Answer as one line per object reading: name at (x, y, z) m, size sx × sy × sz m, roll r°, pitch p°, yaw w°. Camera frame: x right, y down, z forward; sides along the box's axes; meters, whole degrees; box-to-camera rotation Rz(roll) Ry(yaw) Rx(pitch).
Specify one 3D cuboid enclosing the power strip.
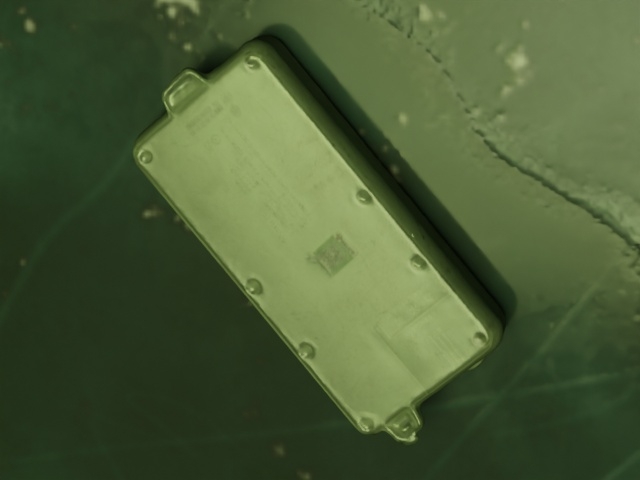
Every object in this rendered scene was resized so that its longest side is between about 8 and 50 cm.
power strip at (0.000, 0.000, 1.242) m, size 0.118 × 0.046 × 0.270 m, roll -39°, pitch 93°, yaw 19°
